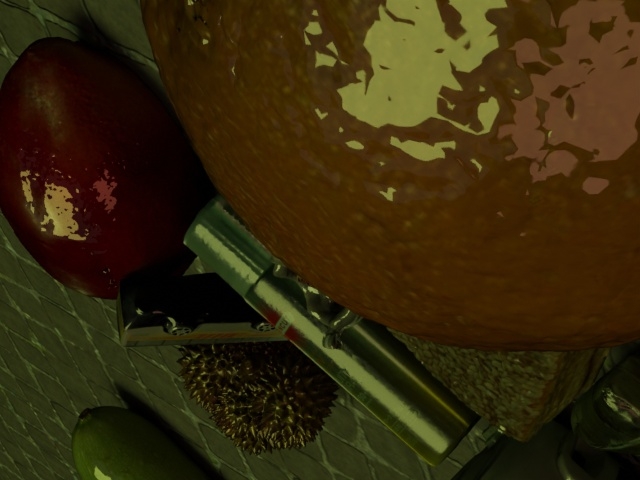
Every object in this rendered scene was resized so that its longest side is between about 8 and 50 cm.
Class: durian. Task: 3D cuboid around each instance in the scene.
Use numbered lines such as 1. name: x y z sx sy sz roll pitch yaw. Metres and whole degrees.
1. durian: -0.057 0.127 1.450 0.158 0.137 0.168 57 174 18

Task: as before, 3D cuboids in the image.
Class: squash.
1. squash: -0.225 0.313 2.004 0.247 0.132 0.132 46 156 -1

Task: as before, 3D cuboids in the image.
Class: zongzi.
1. zongzi: 0.242 0.138 1.100 0.119 0.055 0.109 30 157 2

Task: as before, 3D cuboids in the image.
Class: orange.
1. orange: 0.092 -0.126 0.603 0.322 0.322 0.357 36 143 17

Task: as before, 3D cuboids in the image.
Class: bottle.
1. bottle: 0.014 0.065 1.290 0.286 0.082 0.082 42 156 6

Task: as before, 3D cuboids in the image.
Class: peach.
1. peach: -0.190 -0.049 1.350 0.154 0.159 0.267 24 147 26

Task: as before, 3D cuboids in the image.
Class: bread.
1. bread: 0.116 0.005 1.014 0.184 0.110 0.234 38 153 19

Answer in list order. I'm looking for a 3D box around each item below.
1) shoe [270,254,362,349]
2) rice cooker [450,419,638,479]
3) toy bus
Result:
1. shoe: 0.000 0.000 1.193 0.089 0.092 0.180 14 142 49
2. rice cooker: 0.182 0.275 1.212 0.244 0.226 0.226 45 156 4
3. toy bus: -0.092 0.060 1.349 0.072 0.172 0.057 122 143 -60
